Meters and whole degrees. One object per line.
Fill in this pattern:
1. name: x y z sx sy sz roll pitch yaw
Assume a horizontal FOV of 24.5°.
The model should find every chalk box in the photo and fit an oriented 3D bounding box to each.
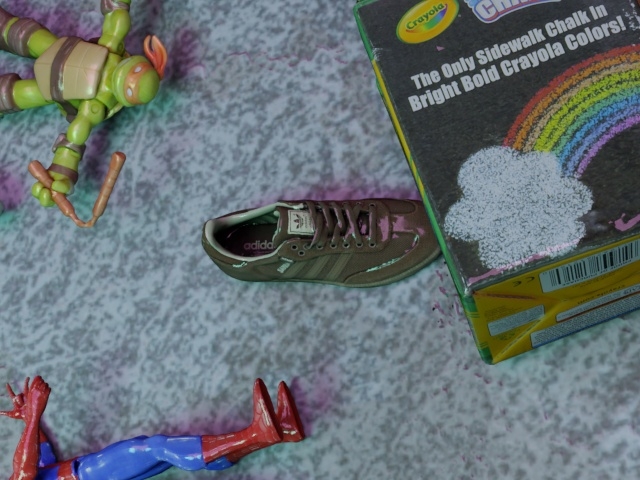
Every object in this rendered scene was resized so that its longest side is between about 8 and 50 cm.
1. chalk box: 0.139 -0.093 1.013 0.180 0.179 0.289 -19 68 4

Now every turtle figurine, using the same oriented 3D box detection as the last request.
1. turtle figurine: -0.206 -0.151 1.221 0.217 0.087 0.270 13 89 31

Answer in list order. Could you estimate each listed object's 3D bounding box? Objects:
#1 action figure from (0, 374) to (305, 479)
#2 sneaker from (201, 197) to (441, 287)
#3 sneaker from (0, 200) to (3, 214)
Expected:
1. action figure: -0.167 0.138 1.124 0.280 0.091 0.139 -23 75 12
2. sneaker: 0.000 0.000 1.109 0.188 0.071 0.066 -9 72 18
3. sneaker: -0.338 -0.004 1.242 0.152 0.058 0.085 4 71 26
